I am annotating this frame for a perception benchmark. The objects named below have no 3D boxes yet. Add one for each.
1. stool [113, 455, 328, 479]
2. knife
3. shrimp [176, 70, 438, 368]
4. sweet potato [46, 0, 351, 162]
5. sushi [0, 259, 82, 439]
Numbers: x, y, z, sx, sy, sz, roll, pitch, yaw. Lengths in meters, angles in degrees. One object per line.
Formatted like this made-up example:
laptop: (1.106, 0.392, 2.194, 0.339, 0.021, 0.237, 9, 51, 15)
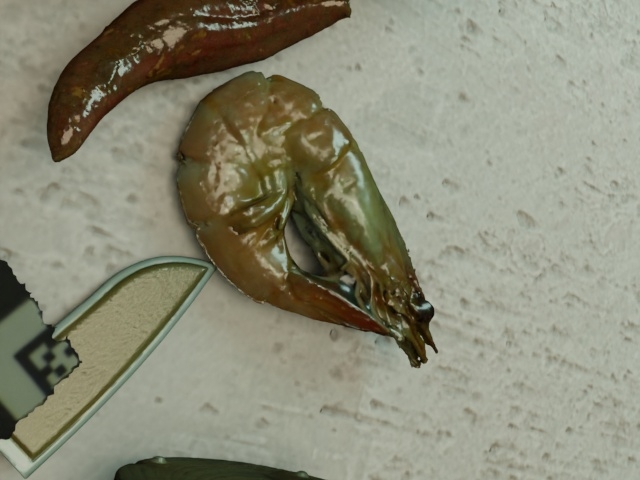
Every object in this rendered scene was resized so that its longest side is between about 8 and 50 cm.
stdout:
stool: (-0.061, 0.280, 0.464, 0.179, 0.179, 0.264, 15, 81, -30)
knife: (-0.193, 0.116, 0.474, 0.061, 0.027, 0.343, 50, 63, -9)
shrimp: (0.000, 0.000, 0.572, 0.145, 0.061, 0.267, -45, 110, -22)
sweet potato: (-0.088, -0.134, 0.519, 0.255, 0.058, 0.078, -33, 80, -33)
sushi: (-0.342, 0.021, 0.358, 0.296, 0.100, 0.373, -48, 123, -30)
